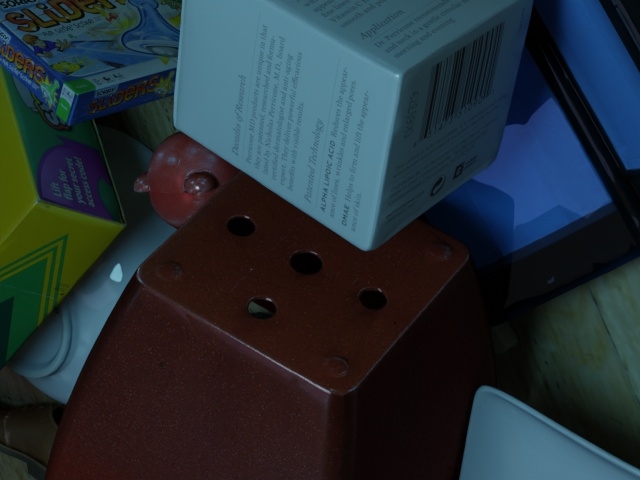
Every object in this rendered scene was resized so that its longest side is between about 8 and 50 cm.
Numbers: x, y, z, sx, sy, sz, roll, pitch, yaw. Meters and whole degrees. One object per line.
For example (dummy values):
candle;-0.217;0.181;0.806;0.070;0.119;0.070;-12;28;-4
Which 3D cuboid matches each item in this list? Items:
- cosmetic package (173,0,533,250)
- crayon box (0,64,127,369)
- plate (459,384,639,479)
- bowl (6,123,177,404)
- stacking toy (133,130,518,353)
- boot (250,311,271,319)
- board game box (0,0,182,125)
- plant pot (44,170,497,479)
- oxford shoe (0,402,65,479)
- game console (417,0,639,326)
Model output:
cosmetic package;0.019;-0.122;1.239;0.184;0.151;0.151;33;137;26
crayon box;-0.342;-0.053;1.678;0.313;0.106;0.363;-45;47;27
plate;0.212;0.275;1.354;0.278;0.045;0.277;27;120;34
bowl;-0.243;0.046;1.753;0.298;0.134;0.298;18;118;38
stacking toy;0.000;0.000;1.513;0.309;0.130;0.279;-14;96;45
boot;-0.091;0.189;1.700;0.246;0.083;0.161;-41;113;12
board game box;-0.180;-0.170;1.563;0.136;0.201;0.035;40;129;24
plant pot;-0.023;0.093;1.355;0.267;0.267;0.236;28;138;19
oxford shoe;-0.301;0.201;1.927;0.212;0.076;0.076;23;90;38
game console;0.136;-0.091;1.283;0.293;0.173;0.250;59;172;-6
